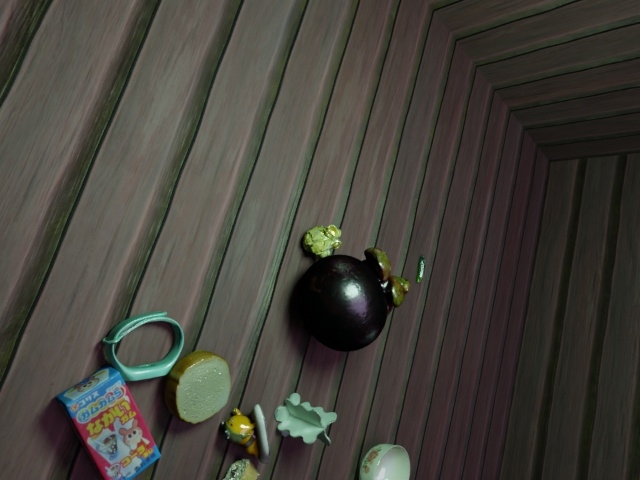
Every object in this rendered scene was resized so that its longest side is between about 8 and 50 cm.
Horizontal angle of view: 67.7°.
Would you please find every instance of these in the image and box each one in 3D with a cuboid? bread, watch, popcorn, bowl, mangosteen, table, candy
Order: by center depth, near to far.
[{"bbox_3d":[-0.588,0.524,1.339,0.157,0.100,0.306,-31,111,-39],"label":"candy"},{"bbox_3d":[-0.522,0.315,1.420,0.237,0.068,0.195,1,89,-45],"label":"watch"},{"bbox_3d":[-0.387,0.466,1.526,0.236,0.069,0.236,-13,107,-51],"label":"bread"},{"bbox_3d":[-0.283,0.832,1.656,0.125,0.082,0.106,-57,140,-40],"label":"bread"},{"bbox_3d":[-0.050,0.682,1.792,0.166,0.198,0.167,-2,93,-44],"label":"table"},{"bbox_3d":[0.129,0.219,1.811,0.382,0.434,0.382,-22,90,-83],"label":"mangosteen"},{"bbox_3d":[0.000,0.000,1.877,0.141,0.136,0.162,-1,134,-29],"label":"popcorn"},{"bbox_3d":[0.269,1.045,2.147,0.277,0.145,0.277,-2,93,-46],"label":"bowl"}]

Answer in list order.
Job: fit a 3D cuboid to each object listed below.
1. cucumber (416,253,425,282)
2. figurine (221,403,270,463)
[{"bbox_3d":[0.520,0.143,2.448,0.037,0.037,0.155,18,79,-43],"label":"cucumber"},{"bbox_3d":[-0.261,0.689,1.651,0.140,0.166,0.250,-11,113,-20],"label":"figurine"}]
